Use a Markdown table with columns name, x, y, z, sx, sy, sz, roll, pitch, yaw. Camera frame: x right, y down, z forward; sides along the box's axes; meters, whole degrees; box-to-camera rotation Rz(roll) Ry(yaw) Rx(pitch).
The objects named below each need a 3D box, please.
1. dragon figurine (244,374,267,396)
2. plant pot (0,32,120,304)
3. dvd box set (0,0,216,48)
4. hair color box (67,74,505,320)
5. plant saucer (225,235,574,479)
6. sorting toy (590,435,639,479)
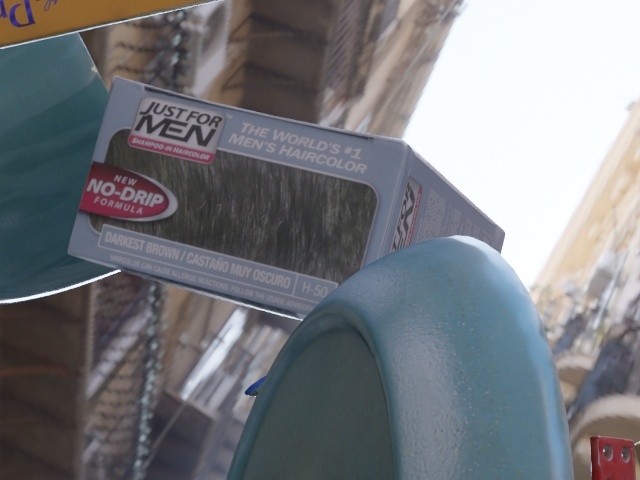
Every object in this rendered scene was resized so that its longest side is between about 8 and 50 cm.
| name | x | y | z | sx | sy | sz | roll | pitch | yaw |
| --- | --- | --- | --- | --- | --- | --- | --- | --- | --- |
| dragon figurine | -0.010 | 0.157 | 1.246 | 0.085 | 0.289 | 0.144 | 11 | -71 | 40 |
| plant pot | -0.311 | -0.071 | 1.426 | 0.235 | 0.293 | 0.293 | -26 | -62 | -9 |
| dvd box set | -0.190 | -0.174 | 0.967 | 0.307 | 0.420 | 0.062 | 10 | -66 | 55 |
| hair color box | 0.000 | 0.000 | 0.971 | 0.185 | 0.374 | 0.113 | 14 | -94 | 17 |
| plant saucer | 0.000 | 0.149 | 0.513 | 0.044 | 0.317 | 0.317 | 13 | -45 | -16 |
| sorting toy | 0.249 | 0.264 | 1.019 | 0.132 | 0.274 | 0.046 | 17 | -22 | -42 |
